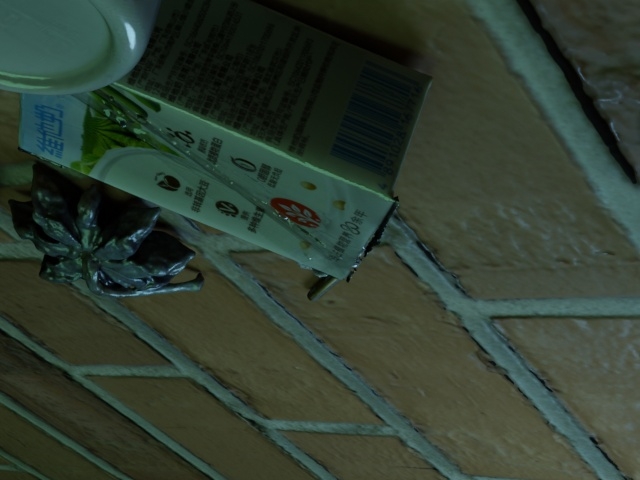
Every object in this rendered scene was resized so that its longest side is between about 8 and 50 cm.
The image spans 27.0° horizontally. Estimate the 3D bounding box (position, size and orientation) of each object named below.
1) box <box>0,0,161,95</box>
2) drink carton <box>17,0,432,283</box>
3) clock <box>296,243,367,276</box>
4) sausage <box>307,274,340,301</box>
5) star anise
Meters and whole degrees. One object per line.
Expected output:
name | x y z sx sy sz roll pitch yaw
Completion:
box | -0.191 -0.213 0.885 0.262 0.206 0.291 11 154 -2
drink carton | -0.083 -0.107 1.136 0.324 0.132 0.194 22 154 -4
clock | 0.000 0.000 1.393 0.129 0.041 0.087 1 146 41
sausage | 0.005 0.051 1.517 0.015 0.015 0.100 24 153 -12
star anise | -0.243 0.011 1.526 0.230 0.081 0.262 -22 132 38
